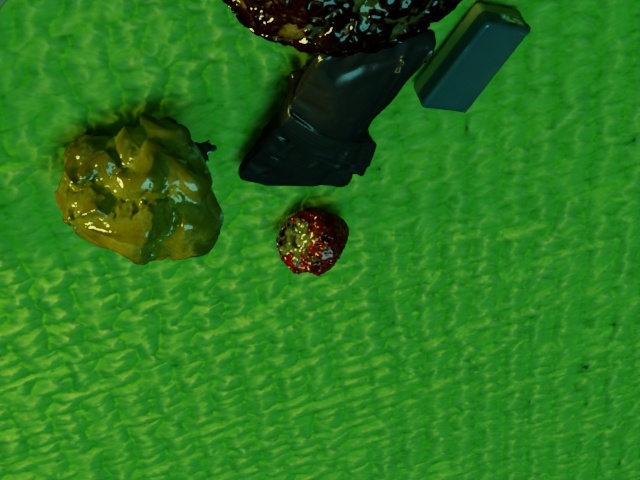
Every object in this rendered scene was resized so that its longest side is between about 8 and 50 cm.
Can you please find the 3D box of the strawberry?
[{"bbox_3d":[0.000,0.000,1.994,0.083,0.073,0.073,-3,147,-50],"label":"strawberry"}]

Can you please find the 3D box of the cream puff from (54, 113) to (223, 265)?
[{"bbox_3d":[-0.167,-0.034,1.785,0.156,0.121,0.156,-13,153,-7],"label":"cream puff"}]

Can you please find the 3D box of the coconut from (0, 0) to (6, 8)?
[{"bbox_3d":[-0.294,-0.229,1.288,0.241,0.241,0.241,-15,148,-10],"label":"coconut"}]

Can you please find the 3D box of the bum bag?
[{"bbox_3d":[0.012,-0.121,1.818,0.123,0.060,0.248,-2,146,-27],"label":"bum bag"}]

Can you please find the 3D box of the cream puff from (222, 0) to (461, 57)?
[{"bbox_3d":[0.025,-0.241,1.537,0.239,0.165,0.239,-17,147,-11],"label":"cream puff"}]

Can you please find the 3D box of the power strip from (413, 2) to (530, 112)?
[{"bbox_3d":[0.141,-0.172,1.840,0.056,0.032,0.123,3,141,-35],"label":"power strip"}]
